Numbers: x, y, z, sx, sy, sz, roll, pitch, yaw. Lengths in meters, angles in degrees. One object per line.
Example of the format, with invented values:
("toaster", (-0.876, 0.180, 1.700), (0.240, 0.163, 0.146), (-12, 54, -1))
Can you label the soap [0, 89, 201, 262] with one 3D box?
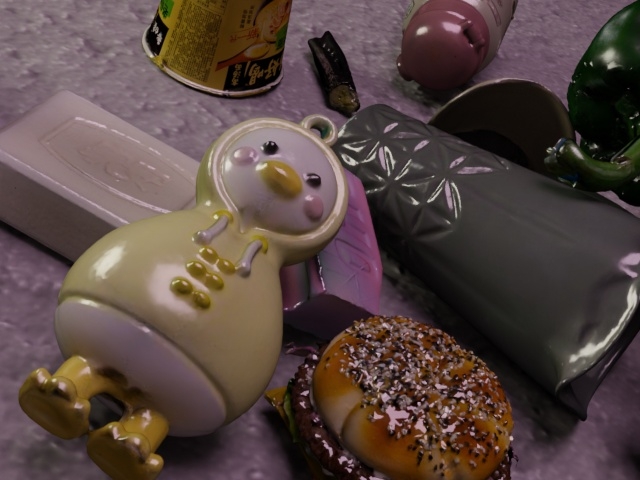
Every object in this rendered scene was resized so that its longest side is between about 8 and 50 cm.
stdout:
("soap", (-0.157, -0.032, 0.808), (0.183, 0.064, 0.121), (28, 34, 6))

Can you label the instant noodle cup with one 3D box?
("instant noodle cup", (-0.095, -0.234, 1.068), (0.151, 0.122, 0.151), (13, 35, -9))

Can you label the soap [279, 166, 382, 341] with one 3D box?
("soap", (0.000, 0.000, 0.818), (0.100, 0.056, 0.149), (31, 39, -46))

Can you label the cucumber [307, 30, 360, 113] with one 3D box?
("cucumber", (0.016, -0.181, 1.139), (0.034, 0.033, 0.135), (47, 18, -37))

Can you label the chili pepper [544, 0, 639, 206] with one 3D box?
("chili pepper", (0.284, -0.100, 0.876), (0.174, 0.165, 0.261), (32, 63, 31))

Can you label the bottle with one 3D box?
("bottle", (0.158, -0.255, 1.246), (0.120, 0.120, 0.253), (26, 35, 5))

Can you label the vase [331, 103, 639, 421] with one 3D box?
("vase", (0.147, -0.006, 0.884), (0.301, 0.156, 0.251), (35, 40, 28))

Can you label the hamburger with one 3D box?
("hamburger", (0.060, 0.121, 0.695), (0.164, 0.093, 0.189), (-12, 49, -41))

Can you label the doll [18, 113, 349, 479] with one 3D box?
("doll", (-0.068, 0.015, 0.681), (0.141, 0.117, 0.296), (33, 64, 1))

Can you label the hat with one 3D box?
("hat", (0.174, -0.108, 1.013), (0.166, 0.173, 0.144), (23, 40, -2))
